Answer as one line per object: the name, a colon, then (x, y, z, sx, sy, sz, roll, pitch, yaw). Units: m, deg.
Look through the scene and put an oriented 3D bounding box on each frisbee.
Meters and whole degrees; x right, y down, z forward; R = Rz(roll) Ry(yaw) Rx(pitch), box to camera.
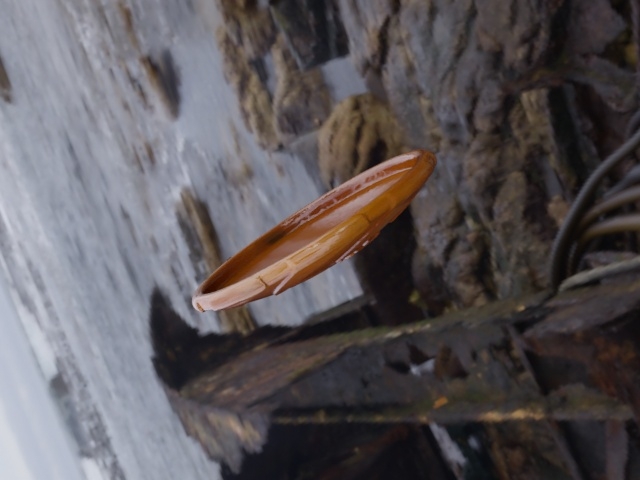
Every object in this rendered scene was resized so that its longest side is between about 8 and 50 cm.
frisbee: (0.000, 0.000, 0.646, 0.035, 0.192, 0.192, 57, 163, -8)
